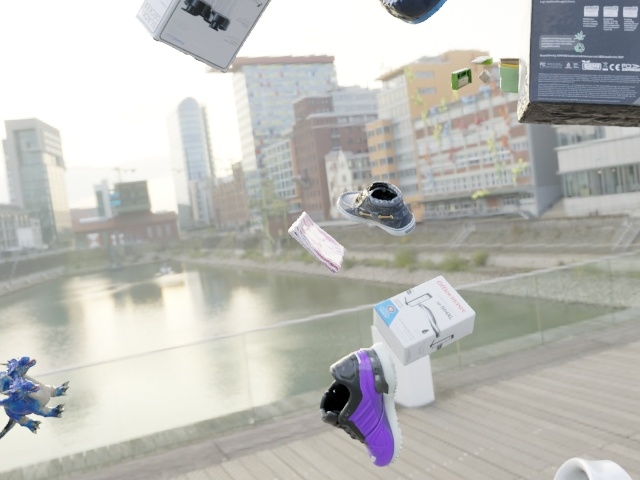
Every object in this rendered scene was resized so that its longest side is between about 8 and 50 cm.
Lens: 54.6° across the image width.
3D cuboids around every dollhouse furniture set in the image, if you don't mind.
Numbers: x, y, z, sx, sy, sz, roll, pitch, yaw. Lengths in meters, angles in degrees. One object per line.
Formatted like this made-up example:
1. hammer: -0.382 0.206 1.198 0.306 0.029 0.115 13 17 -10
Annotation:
1. dollhouse furniture set: 0.356 -0.345 1.310 0.152 0.076 0.059 16 35 41

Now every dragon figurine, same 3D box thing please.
1. dragon figurine: -0.571 0.294 1.146 0.289 0.085 0.144 -28 -44 31

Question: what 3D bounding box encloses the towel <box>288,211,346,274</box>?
1. towel: 0.000 0.000 1.428 0.029 0.144 0.197 -45 4 14

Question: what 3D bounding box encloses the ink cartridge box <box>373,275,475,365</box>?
1. ink cartridge box: 0.253 0.193 1.524 0.203 0.085 0.148 -23 48 -16

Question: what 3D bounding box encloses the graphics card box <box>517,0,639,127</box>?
1. graphics card box: 0.439 -0.366 0.975 0.233 0.370 0.094 3 -12 6

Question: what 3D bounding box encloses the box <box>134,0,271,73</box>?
1. box: -0.163 -0.448 1.046 0.169 0.290 0.087 11 32 -51

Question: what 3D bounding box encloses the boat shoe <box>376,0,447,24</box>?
1. boat shoe: 0.040 -0.285 0.529 0.089 0.258 0.109 20 -49 -40

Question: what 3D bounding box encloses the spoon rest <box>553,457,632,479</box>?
1. spoon rest: 0.281 0.291 0.569 0.137 0.084 0.276 2 17 2

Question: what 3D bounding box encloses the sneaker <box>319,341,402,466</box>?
1. sneaker: 0.070 0.332 1.203 0.146 0.293 0.102 -15 29 -15

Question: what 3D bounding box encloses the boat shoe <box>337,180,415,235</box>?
1. boat shoe: 0.090 -0.074 1.112 0.065 0.083 0.183 -45 41 -21
